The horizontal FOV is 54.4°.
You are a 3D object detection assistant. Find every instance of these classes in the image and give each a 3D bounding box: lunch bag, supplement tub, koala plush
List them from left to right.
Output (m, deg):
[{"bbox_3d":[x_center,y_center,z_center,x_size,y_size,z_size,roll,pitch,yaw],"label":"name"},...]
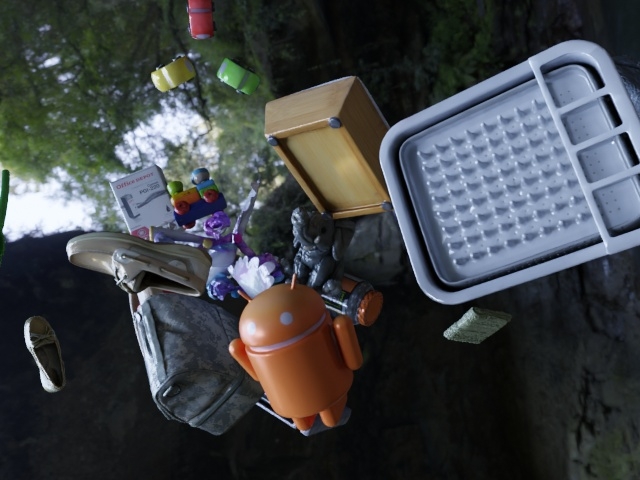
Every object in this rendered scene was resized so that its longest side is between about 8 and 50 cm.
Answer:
[{"bbox_3d":[-0.309,0.280,1.495,0.256,0.212,0.305,39,-167,-41],"label":"lunch bag"},{"bbox_3d":[0.056,0.142,1.587,0.117,0.190,0.117,-35,-44,-43],"label":"supplement tub"},{"bbox_3d":[0.582,-0.278,1.345,0.221,0.196,0.203,89,-169,-45],"label":"koala plush"}]

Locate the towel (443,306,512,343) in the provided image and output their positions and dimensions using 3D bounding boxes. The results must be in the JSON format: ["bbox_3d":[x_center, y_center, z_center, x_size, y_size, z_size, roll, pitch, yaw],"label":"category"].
[{"bbox_3d":[0.351,0.190,1.393,0.148,0.110,0.027,12,-138,-40],"label":"towel"}]

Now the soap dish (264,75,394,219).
[{"bbox_3d":[0.040,-0.170,1.246,0.291,0.229,0.118,53,-132,-32],"label":"soap dish"}]

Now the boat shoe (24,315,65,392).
[{"bbox_3d":[-0.525,0.215,1.196,0.056,0.048,0.153,-11,-101,-37],"label":"boat shoe"}]

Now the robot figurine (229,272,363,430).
[{"bbox_3d":[-0.035,0.154,0.859,0.128,0.158,0.219,-30,-72,-29],"label":"robot figurine"}]

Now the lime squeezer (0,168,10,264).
[{"bbox_3d":[-0.603,0.020,1.090,0.310,0.110,0.059,-62,-30,-20],"label":"lime squeezer"}]

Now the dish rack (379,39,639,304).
[{"bbox_3d":[0.266,-0.083,0.854,0.072,0.332,0.286,18,-127,-62],"label":"dish rack"}]

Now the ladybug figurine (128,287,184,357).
[{"bbox_3d":[-0.516,0.271,2.066,0.449,0.162,0.305,67,150,24],"label":"ladybug figurine"}]

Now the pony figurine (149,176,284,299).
[{"bbox_3d":[-0.248,0.032,1.594,0.351,0.363,0.303,119,149,-66],"label":"pony figurine"}]

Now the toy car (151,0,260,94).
[{"bbox_3d":[-0.237,-0.400,1.396,0.225,0.239,0.053,27,-165,-17],"label":"toy car"}]

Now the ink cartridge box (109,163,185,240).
[{"bbox_3d":[-0.538,-0.108,1.949,0.092,0.158,0.218,110,137,-84],"label":"ink cartridge box"}]

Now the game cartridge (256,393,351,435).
[{"bbox_3d":[-0.109,0.409,1.708,0.230,0.355,0.068,5,-74,-60],"label":"game cartridge"}]

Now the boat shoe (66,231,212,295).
[{"bbox_3d":[-0.381,0.056,1.286,0.109,0.302,0.098,101,177,-60],"label":"boat shoe"}]

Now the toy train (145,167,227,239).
[{"bbox_3d":[-0.409,-0.110,1.797,0.105,0.248,0.143,85,160,-61],"label":"toy train"}]

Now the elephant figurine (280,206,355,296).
[{"bbox_3d":[0.000,0.000,1.413,0.186,0.169,0.239,-111,24,-58],"label":"elephant figurine"}]
